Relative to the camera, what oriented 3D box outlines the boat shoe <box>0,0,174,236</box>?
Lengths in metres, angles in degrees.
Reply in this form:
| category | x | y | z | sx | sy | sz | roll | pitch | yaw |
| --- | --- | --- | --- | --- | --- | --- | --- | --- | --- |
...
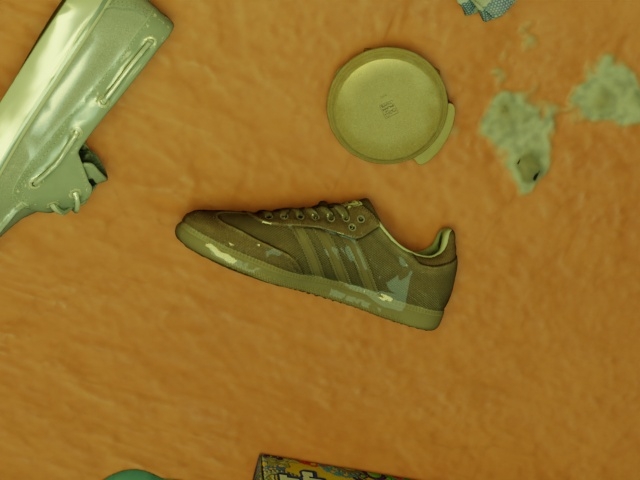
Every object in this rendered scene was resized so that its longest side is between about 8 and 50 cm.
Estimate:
| category | x | y | z | sx | sy | sz | roll | pitch | yaw |
| --- | --- | --- | --- | --- | --- | --- | --- | --- | --- |
| boat shoe | -0.167 | -0.056 | 1.057 | 0.081 | 0.079 | 0.227 | 30 | 102 | -12 |

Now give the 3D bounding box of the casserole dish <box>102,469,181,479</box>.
| category | x | y | z | sx | sy | sz | roll | pitch | yaw |
| --- | --- | --- | --- | --- | --- | --- | --- | --- | --- |
| casserole dish | -0.149 | 0.243 | 1.198 | 0.188 | 0.037 | 0.114 | -43 | 110 | 9 |

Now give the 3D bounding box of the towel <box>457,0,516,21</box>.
| category | x | y | z | sx | sy | sz | roll | pitch | yaw |
| --- | --- | --- | --- | --- | --- | --- | --- | --- | --- |
| towel | 0.123 | -0.234 | 0.944 | 0.209 | 0.285 | 0.034 | -42 | 67 | 8 |

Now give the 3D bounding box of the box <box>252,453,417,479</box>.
| category | x | y | z | sx | sy | sz | roll | pitch | yaw |
| --- | --- | --- | --- | --- | --- | --- | --- | --- | --- |
| box | 0.064 | 0.333 | 1.179 | 0.279 | 0.177 | 0.290 | 11 | 110 | -11 |

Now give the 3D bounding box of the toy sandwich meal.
| category | x | y | z | sx | sy | sz | roll | pitch | yaw |
| --- | --- | --- | --- | --- | --- | --- | --- | --- | --- |
| toy sandwich meal | 0.045 | -0.087 | 1.097 | 0.085 | 0.029 | 0.085 | 0 | 110 | -1 |

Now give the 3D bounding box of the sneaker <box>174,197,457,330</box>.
| category | x | y | z | sx | sy | sz | roll | pitch | yaw |
| --- | --- | --- | --- | --- | --- | --- | --- | --- | --- |
| sneaker | 0.000 | 0.000 | 1.115 | 0.188 | 0.066 | 0.071 | 18 | 91 | -18 |
